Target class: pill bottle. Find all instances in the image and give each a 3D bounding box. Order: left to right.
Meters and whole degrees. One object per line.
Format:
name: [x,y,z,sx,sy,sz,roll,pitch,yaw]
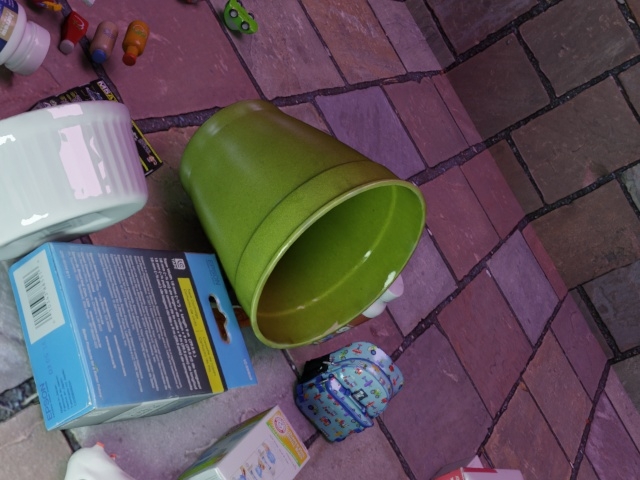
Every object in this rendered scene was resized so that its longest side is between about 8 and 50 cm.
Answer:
pill bottle: [-0.513,-0.329,1.245,0.187,0.112,0.112,27,43,-45]
pill bottle: [0.052,0.113,1.632,0.121,0.216,0.121,38,36,-34]

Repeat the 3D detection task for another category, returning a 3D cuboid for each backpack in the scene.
backpack: [0.062,0.278,1.542,0.158,0.173,0.117,52,30,-16]

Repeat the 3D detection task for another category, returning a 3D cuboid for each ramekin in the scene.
ramekin: [-0.365,-0.072,1.094,0.277,0.277,0.135,-20,89,-61]

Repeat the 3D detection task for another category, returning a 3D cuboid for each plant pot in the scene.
plant pot: [-0.063,-0.063,1.462,0.353,0.366,0.366,47,20,30]

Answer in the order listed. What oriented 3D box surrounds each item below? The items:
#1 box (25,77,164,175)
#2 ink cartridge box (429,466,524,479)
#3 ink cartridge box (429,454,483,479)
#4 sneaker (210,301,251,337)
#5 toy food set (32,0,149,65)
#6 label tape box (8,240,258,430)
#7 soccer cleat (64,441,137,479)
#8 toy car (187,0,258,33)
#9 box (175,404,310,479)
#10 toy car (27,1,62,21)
box: [-0.376,-0.171,1.393,0.190,0.045,0.184,55,27,-8]
ink cartridge box: [0.189,0.498,1.406,0.226,0.306,0.131,20,47,-50]
ink cartridge box: [0.320,0.558,1.782,0.090,0.092,0.143,-15,78,-61]
sneaker: [-0.172,0.142,1.432,0.175,0.064,0.067,9,78,-50]
toy food set: [-0.422,-0.396,1.450,0.232,0.111,0.104,41,34,-34]
label tape box: [-0.268,0.136,1.219,0.334,0.106,0.240,7,58,-56]
soccer cleat: [-0.257,0.348,1.095,0.196,0.068,0.076,41,39,-19]
toy car: [-0.241,-0.573,1.960,0.225,0.053,0.239,45,33,-26]
box: [-0.120,0.353,1.248,0.103,0.114,0.203,58,28,-1]
toy car: [-0.486,-0.359,1.383,0.040,0.060,0.122,18,39,14]
